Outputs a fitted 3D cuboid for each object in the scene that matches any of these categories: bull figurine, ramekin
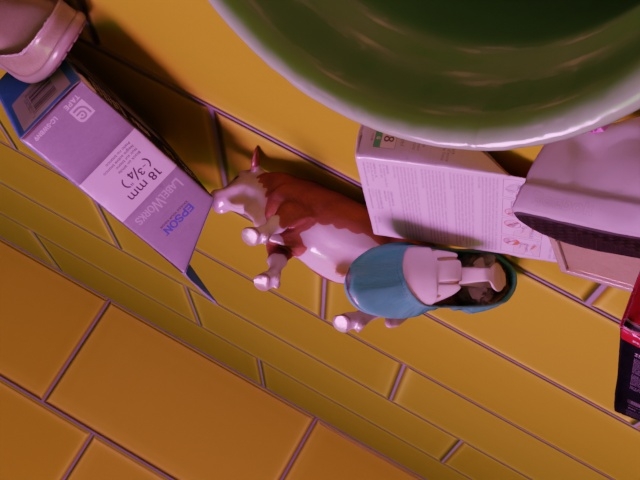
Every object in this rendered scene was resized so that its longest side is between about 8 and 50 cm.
[{"bbox_3d":[0.000,0.000,1.234,0.310,0.188,0.101,21,125,6],"label":"bull figurine"},{"bbox_3d":[0.070,-0.200,0.378,0.303,0.148,0.304,24,129,33],"label":"ramekin"}]

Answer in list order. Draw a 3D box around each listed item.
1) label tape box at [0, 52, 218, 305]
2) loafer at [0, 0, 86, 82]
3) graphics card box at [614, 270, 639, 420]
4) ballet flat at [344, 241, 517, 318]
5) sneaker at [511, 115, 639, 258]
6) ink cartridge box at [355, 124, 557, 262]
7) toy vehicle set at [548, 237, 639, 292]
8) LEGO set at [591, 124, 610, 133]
[{"bbox_3d":[-0.241,-0.093,1.320,0.333,0.106,0.240,43,-179,-34],"label":"label tape box"},{"bbox_3d":[-0.372,-0.253,1.228,0.268,0.102,0.092,11,160,48],"label":"loafer"},{"bbox_3d":[0.377,0.120,0.887,0.232,0.094,0.371,19,166,21],"label":"graphics card box"},{"bbox_3d":[0.132,0.037,1.115,0.087,0.083,0.247,-20,165,40],"label":"ballet flat"},{"bbox_3d":[0.270,-0.040,0.697,0.290,0.123,0.106,18,171,40],"label":"sneaker"},{"bbox_3d":[0.155,-0.047,1.042,0.224,0.056,0.181,7,157,12],"label":"ink cartridge box"},{"bbox_3d":[0.323,0.010,0.885,0.266,0.035,0.166,17,159,29],"label":"toy vehicle set"},{"bbox_3d":[0.097,-0.098,0.576,0.087,0.093,0.227,48,170,-10],"label":"LEGO set"}]
